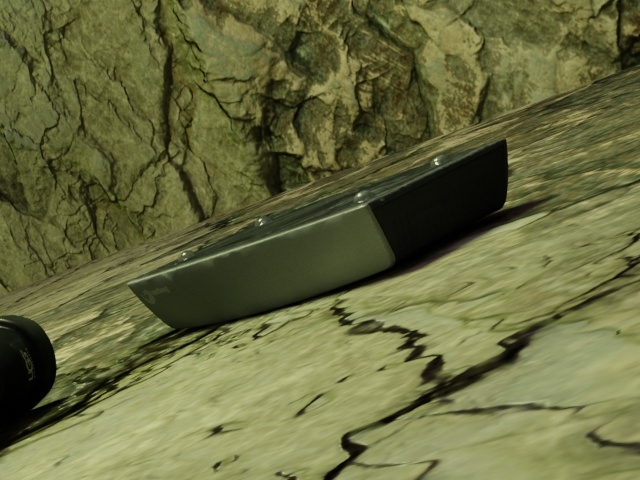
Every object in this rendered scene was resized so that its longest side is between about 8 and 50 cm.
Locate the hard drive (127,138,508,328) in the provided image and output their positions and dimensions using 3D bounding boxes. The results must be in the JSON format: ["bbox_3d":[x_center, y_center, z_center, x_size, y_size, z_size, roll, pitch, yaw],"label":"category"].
[{"bbox_3d":[0.000,0.000,1.111,0.255,0.054,0.172,-17,6,46],"label":"hard drive"}]

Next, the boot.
[{"bbox_3d":[-0.300,0.110,0.965,0.246,0.094,0.207,-15,2,11],"label":"boot"}]
